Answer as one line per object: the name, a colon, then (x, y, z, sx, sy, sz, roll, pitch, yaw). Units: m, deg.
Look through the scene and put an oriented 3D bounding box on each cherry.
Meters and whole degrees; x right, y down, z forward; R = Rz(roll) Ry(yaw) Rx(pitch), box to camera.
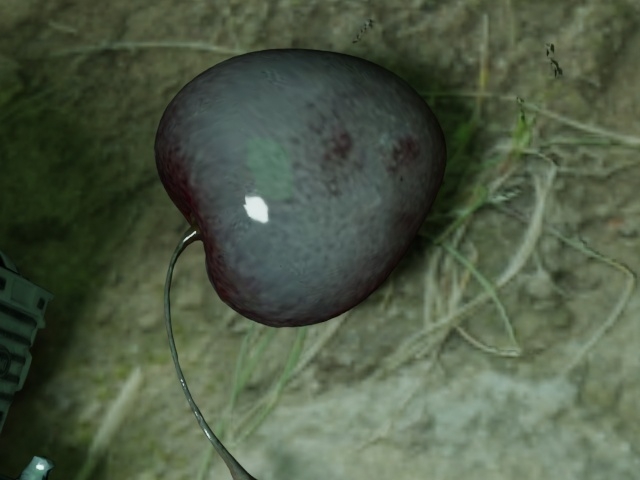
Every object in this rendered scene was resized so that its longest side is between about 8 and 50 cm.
cherry: (0.005, -0.001, 0.685, 0.148, 0.115, 0.188, -16, 73, -44)

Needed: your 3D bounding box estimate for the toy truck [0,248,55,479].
toy truck: (-0.270, 0.061, 0.660, 0.338, 0.133, 0.184, 11, 81, 10)
